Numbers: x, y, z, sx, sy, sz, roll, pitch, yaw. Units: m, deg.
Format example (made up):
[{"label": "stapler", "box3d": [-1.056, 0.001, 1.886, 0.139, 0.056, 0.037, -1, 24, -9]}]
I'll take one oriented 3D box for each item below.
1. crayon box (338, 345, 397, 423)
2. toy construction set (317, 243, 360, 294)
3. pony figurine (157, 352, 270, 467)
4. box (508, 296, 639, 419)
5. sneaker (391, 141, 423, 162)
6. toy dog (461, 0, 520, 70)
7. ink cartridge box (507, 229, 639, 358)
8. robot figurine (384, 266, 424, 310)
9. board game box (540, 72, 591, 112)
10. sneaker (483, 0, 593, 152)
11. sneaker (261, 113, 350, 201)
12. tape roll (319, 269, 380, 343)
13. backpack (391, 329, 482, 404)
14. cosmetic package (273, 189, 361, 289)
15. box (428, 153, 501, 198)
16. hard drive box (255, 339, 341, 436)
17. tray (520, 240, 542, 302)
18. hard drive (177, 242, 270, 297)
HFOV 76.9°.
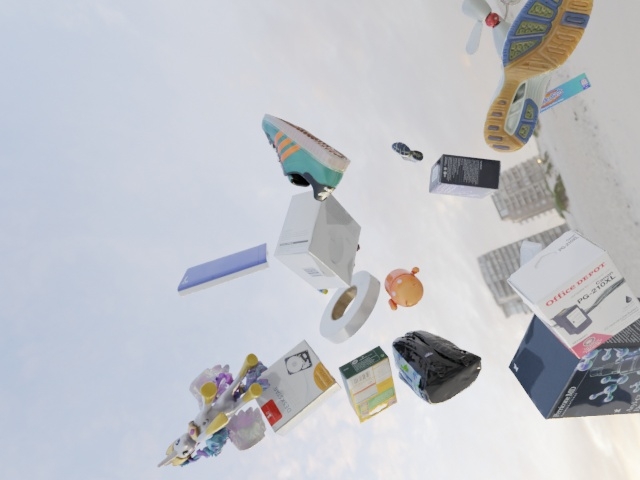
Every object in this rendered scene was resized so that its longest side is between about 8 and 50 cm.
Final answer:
[{"label": "crayon box", "box3d": [0.213, 0.632, 1.757, 0.083, 0.203, 0.322, 46, 156, 54]}, {"label": "toy construction set", "box3d": [0.073, 0.087, 1.948, 0.151, 0.215, 0.327, 22, -122, -28]}, {"label": "pony figurine", "box3d": [-0.300, 0.510, 1.228, 0.303, 0.363, 0.351, 44, -152, 14]}, {"label": "box", "box3d": [0.836, 0.345, 1.204, 0.397, 0.293, 0.211, 0, -149, -9]}, {"label": "sneaker", "box3d": [0.339, -0.343, 1.609, 0.136, 0.058, 0.052, 26, -106, -7]}, {"label": "toy dog", "box3d": [0.639, -0.724, 1.437, 0.333, 0.220, 0.161, 64, -175, -4]}, {"label": "ink cartridge box", "box3d": [0.550, 0.119, 0.869, 0.237, 0.172, 0.100, 41, -166, -26]}, {"label": "robot figurine", "box3d": [0.317, 0.177, 1.533, 0.219, 0.158, 0.128, -108, -5, -81]}, {"label": "board game box", "box3d": [0.683, -0.418, 1.216, 0.047, 0.211, 0.160, 64, -150, -1]}, {"label": "sneaker", "box3d": [0.376, -0.315, 0.735, 0.112, 0.296, 0.131, 23, -146, 13]}, {"label": "sneaker", "box3d": [-0.062, -0.200, 0.946, 0.108, 0.120, 0.302, 8, -153, -46]}, {"label": "tape roll", "box3d": [0.140, 0.319, 1.967, 0.072, 0.392, 0.391, 37, -139, -13]}, {"label": "backpack", "box3d": [0.451, 0.519, 1.706, 0.291, 0.355, 0.273, -21, -59, -19]}, {"label": "cosmetic package", "box3d": [0.000, 0.000, 1.231, 0.224, 0.138, 0.224, 44, -130, -41]}, {"label": "box", "box3d": [0.513, -0.226, 1.446, 0.153, 0.208, 0.108, 77, -160, -83]}, {"label": "hard drive box", "box3d": [-0.082, 0.462, 1.274, 0.181, 0.232, 0.089, 46, 169, 33]}, {"label": "tray", "box3d": [0.859, 0.141, 1.655, 0.145, 0.030, 0.269, -104, 11, -85]}, {"label": "hard drive", "box3d": [-0.344, 0.101, 1.472, 0.210, 0.319, 0.040, -114, 6, -72]}]
